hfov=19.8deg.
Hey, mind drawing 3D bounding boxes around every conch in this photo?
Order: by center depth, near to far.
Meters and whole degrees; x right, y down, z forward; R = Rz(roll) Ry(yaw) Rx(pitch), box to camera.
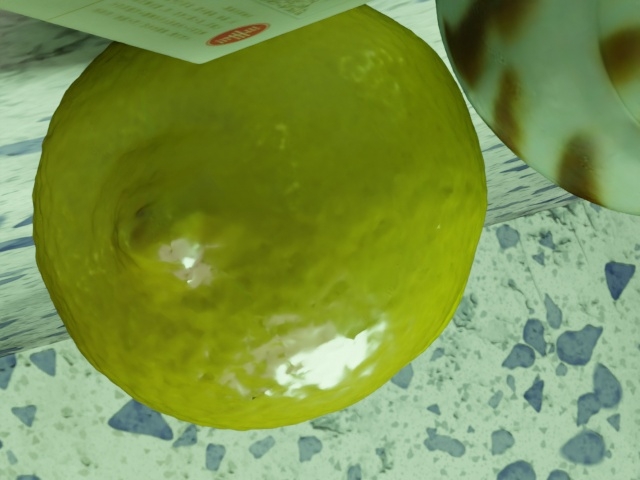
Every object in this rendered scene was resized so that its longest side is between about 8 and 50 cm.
[{"bbox_3d":[0.162,-0.084,0.795,0.183,0.149,0.275,-12,172,-14],"label":"conch"}]

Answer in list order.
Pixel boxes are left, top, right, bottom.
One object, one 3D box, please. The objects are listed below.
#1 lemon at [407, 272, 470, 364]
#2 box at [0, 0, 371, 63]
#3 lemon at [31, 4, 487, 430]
[{"bbox_3d":[0.000,0.000,1.043,0.203,0.178,0.178,-20,174,42],"label":"lemon"},{"bbox_3d":[-0.016,-0.105,0.506,0.141,0.058,0.201,-19,174,17],"label":"box"},{"bbox_3d":[-0.024,-0.016,0.759,0.187,0.187,0.244,-19,179,23],"label":"lemon"}]
